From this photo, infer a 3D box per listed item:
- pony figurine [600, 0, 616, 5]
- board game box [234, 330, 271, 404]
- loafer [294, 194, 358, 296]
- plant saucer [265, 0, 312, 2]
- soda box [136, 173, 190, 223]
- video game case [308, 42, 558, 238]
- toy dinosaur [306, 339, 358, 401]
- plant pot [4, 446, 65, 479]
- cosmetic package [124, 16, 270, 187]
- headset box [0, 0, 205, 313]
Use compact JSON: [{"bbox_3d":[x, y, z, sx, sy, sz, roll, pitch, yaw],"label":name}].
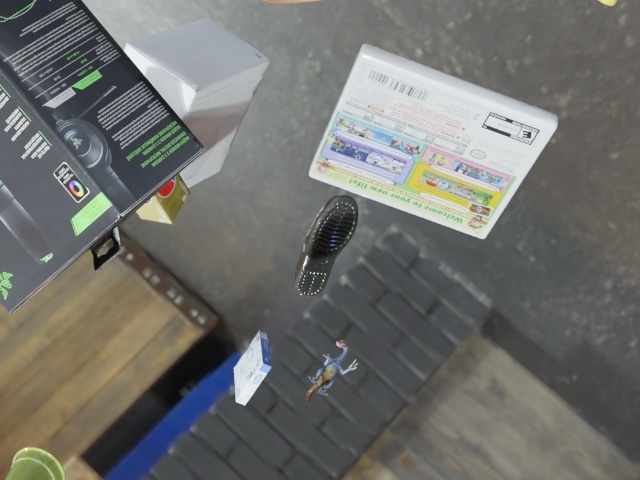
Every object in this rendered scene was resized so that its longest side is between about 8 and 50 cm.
[{"bbox_3d":[0.435,-0.443,1.400,0.351,0.302,0.363,46,124,23],"label":"pony figurine"},{"bbox_3d":[-0.112,0.209,1.988,0.020,0.090,0.090,25,-153,-21],"label":"board game box"},{"bbox_3d":[0.000,0.000,2.336,0.080,0.220,0.078,19,-158,-23],"label":"loafer"},{"bbox_3d":[0.030,-0.279,1.187,0.200,0.199,0.037,-13,91,62],"label":"plant saucer"},{"bbox_3d":[-0.248,-0.104,1.663,0.058,0.061,0.181,10,147,29],"label":"soda box"},{"bbox_3d":[0.113,-0.099,1.270,0.212,0.023,0.193,19,140,-5],"label":"video game case"},{"bbox_3d":[0.012,0.188,1.799,0.047,0.082,0.090,46,138,-10],"label":"toy dinosaur"},{"bbox_3d":[-0.411,0.345,1.683,0.083,0.079,0.083,7,116,14],"label":"plant pot"},{"bbox_3d":[-0.222,-0.200,1.857,0.138,0.224,0.225,37,122,12],"label":"cosmetic package"},{"bbox_3d":[-0.279,-0.096,1.125,0.283,0.131,0.246,51,136,-7],"label":"headset box"}]
